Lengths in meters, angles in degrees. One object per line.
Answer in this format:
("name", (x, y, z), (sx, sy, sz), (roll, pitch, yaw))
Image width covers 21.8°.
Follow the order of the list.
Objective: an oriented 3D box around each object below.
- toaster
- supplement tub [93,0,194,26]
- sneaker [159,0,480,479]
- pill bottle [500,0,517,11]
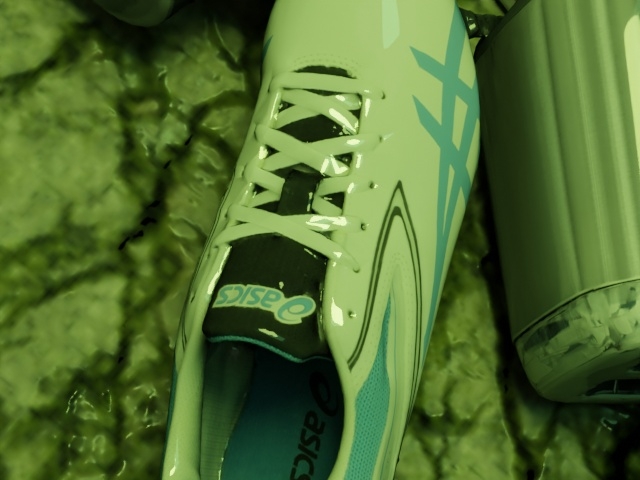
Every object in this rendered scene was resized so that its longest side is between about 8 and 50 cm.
("toaster", (0.150, -0.021, 0.609), (0.227, 0.129, 0.146), (2, 71, -16))
("supplement tub", (-0.014, -0.163, 0.625), (0.106, 0.106, 0.198), (46, 63, 3))
("sneaker", (0.000, 0.000, 0.547), (0.085, 0.086, 0.237), (7, 80, 16))
("pill bottle", (0.138, -0.153, 0.627), (0.108, 0.180, 0.108), (6, 67, -15))
